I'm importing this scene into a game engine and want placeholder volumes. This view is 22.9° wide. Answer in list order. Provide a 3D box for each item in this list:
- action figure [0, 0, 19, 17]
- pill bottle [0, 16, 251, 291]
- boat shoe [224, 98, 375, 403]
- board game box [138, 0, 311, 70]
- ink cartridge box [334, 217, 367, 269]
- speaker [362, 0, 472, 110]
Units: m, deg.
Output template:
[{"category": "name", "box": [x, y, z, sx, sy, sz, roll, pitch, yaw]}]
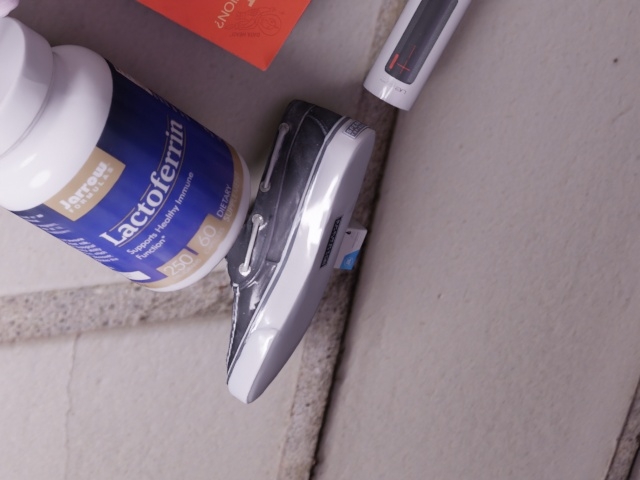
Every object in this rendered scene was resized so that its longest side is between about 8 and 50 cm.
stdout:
[{"category": "action figure", "box": [-0.440, -0.105, 1.187, 0.275, 0.248, 0.370, -6, 125, -61]}, {"category": "pill bottle", "box": [-0.197, -0.073, 1.347, 0.264, 0.153, 0.153, 33, 99, -41]}, {"category": "boat shoe", "box": [-0.046, 0.010, 1.532, 0.108, 0.102, 0.301, -27, 140, -66]}, {"category": "board game box", "box": [-0.106, -0.312, 1.307, 0.316, 0.064, 0.242, 25, 104, -40]}, {"category": "ink cartridge box", "box": [0.000, 0.000, 1.599, 0.083, 0.028, 0.048, 6, 115, -34]}, {"category": "speaker", "box": [0.095, -0.194, 1.517, 0.055, 0.055, 0.136, 18, 109, -38]}]
